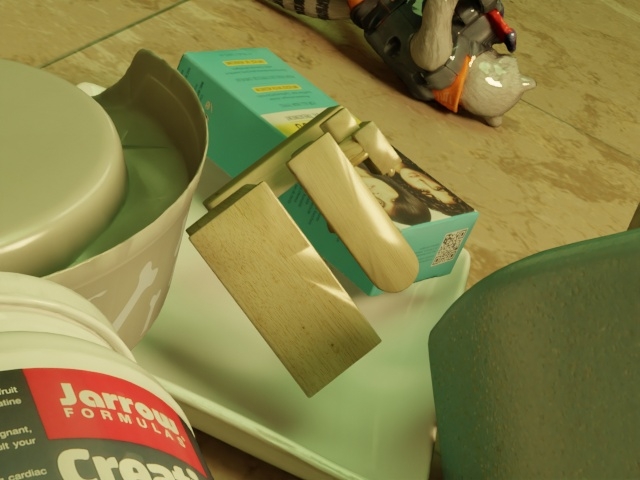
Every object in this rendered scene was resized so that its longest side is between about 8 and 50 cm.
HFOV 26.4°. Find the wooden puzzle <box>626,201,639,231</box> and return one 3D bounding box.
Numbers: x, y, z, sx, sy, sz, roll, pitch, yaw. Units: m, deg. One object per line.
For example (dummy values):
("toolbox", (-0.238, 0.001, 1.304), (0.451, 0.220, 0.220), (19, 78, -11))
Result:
("wooden puzzle", (0.294, 0.101, 0.966), (0.238, 0.221, 0.044), (37, 62, 19))

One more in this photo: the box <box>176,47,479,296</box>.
("box", (-0.005, -0.059, 1.037), (0.244, 0.060, 0.100), (40, 32, 28))

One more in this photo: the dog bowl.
("dog bowl", (-0.236, -0.020, 0.758), (0.348, 0.102, 0.349), (3, 32, -2))

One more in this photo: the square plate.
("square plate", (-0.072, 0.028, 0.953), (0.344, 0.049, 0.347), (24, 28, 0))

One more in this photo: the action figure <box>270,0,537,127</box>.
("action figure", (0.092, -0.241, 1.491), (0.330, 0.178, 0.341), (41, 4, 15))

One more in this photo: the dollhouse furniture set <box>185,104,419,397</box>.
("dollhouse furniture set", (0.000, 0.000, 0.900), (0.123, 0.144, 0.151), (54, -7, -9))

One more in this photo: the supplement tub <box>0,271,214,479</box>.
("supplement tub", (-0.117, 0.159, 0.541), (0.191, 0.191, 0.272), (5, 34, -32))

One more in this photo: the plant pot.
("plant pot", (0.204, 0.109, 0.796), (0.247, 0.248, 0.252), (-6, -1, -44))
